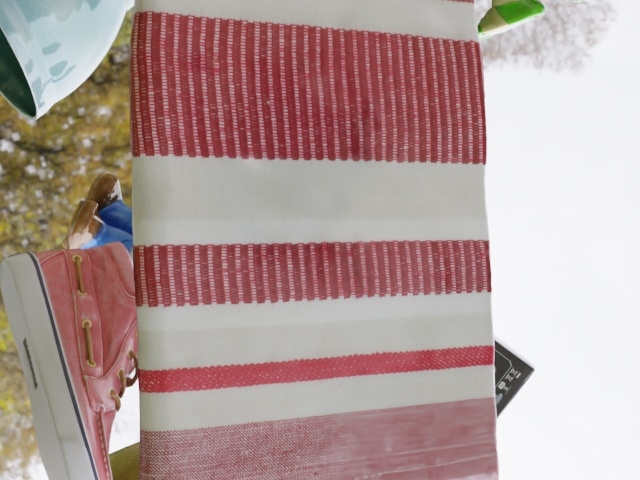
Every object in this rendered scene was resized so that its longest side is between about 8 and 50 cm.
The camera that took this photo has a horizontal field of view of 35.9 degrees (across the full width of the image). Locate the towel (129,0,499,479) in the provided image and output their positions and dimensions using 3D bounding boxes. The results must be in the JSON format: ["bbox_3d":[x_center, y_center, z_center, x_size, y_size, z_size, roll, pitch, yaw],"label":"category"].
[{"bbox_3d":[0.000,0.000,0.603,0.237,0.328,0.037,-1,178,-27],"label":"towel"}]

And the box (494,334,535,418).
[{"bbox_3d":[0.113,0.186,1.179,0.183,0.231,0.056,36,-176,8],"label":"box"}]

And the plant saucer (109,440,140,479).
[{"bbox_3d":[-0.083,0.159,0.715,0.241,0.241,0.037,-15,-106,-13],"label":"plant saucer"}]

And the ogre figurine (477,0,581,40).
[{"bbox_3d":[0.152,-0.220,0.711,0.197,0.118,0.097,-18,-175,11],"label":"ogre figurine"}]

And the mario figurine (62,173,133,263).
[{"bbox_3d":[-0.158,0.002,1.302,0.321,0.170,0.198,24,-116,-9],"label":"mario figurine"}]

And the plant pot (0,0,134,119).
[{"bbox_3d":[-0.346,-0.321,1.204,0.196,0.293,0.293,-35,-136,-19],"label":"plant pot"}]

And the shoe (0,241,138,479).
[{"bbox_3d":[-0.137,0.085,0.613,0.081,0.063,0.178,-11,-105,-30],"label":"shoe"}]
